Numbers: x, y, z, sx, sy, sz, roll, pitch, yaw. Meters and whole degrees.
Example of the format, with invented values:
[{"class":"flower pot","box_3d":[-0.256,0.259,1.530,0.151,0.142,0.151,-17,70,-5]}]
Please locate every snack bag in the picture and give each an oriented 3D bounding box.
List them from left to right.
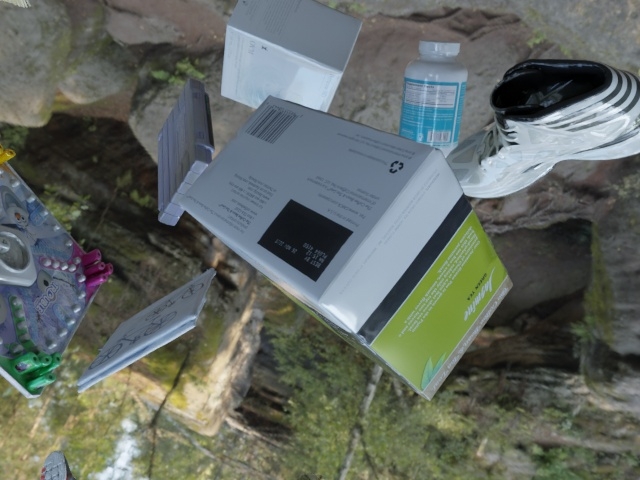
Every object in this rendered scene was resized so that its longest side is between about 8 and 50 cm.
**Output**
[{"class":"snack bag","box_3d":[-0.410,0.207,1.386,0.037,0.323,0.342,57,-175,-14]}]

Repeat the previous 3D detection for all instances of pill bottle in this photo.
[{"class":"pill bottle","box_3d":[0.265,-0.332,1.334,0.146,0.264,0.146,3,-158,-1]}]

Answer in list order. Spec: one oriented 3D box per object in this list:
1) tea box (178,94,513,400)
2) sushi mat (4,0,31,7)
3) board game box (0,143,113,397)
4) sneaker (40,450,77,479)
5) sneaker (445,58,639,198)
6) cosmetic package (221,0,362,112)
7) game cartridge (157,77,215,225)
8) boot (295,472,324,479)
[{"class":"tea box","box_3d":[0.040,0.006,0.802,0.329,0.220,0.323,31,168,44]},{"class":"sushi mat","box_3d":[-0.668,-0.598,1.061,0.151,0.019,0.316,20,145,17]},{"class":"board game box","box_3d":[-0.557,0.019,1.019,0.390,0.050,0.390,58,-168,-26]},{"class":"sneaker","box_3d":[-0.537,0.519,1.186,0.061,0.158,0.065,-16,169,11]},{"class":"sneaker","box_3d":[0.346,-0.215,1.027,0.257,0.169,0.447,17,160,-32]},{"class":"cosmetic package","box_3d":[-0.065,-0.355,1.113,0.224,0.138,0.224,20,158,-5]},{"class":"game cartridge","box_3d":[-0.354,-0.239,1.469,0.068,0.230,0.355,22,-142,-35]},{"class":"boot","box_3d":[0.059,0.413,0.809,0.262,0.095,0.203,-1,-160,-43]}]
